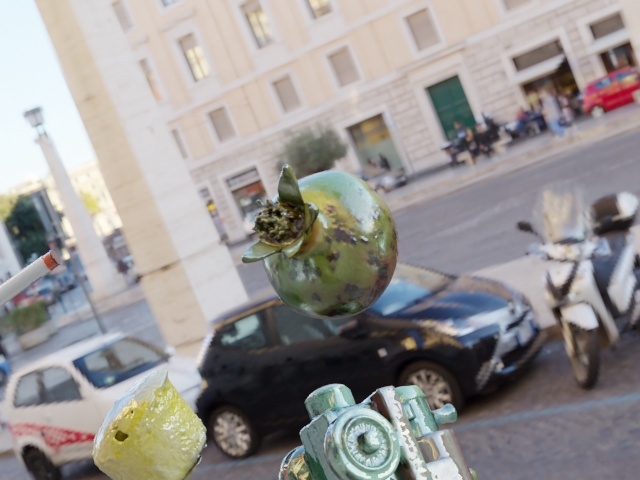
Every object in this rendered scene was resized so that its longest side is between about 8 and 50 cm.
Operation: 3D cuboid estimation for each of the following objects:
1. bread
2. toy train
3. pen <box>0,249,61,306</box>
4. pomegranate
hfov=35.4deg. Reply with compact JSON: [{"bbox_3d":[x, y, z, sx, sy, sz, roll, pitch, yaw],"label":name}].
[{"bbox_3d":[-0.289,0.331,1.710,0.197,0.170,0.197,-44,11,10],"label":"bread"},{"bbox_3d":[0.097,0.292,1.104,0.221,0.304,0.150,-8,-24,-34],"label":"toy train"},{"bbox_3d":[-0.449,0.083,1.383,0.218,0.026,0.026,-34,3,6],"label":"pen"},{"bbox_3d":[0.007,-0.003,1.013,0.156,0.156,0.220,-22,-15,0],"label":"pomegranate"}]
